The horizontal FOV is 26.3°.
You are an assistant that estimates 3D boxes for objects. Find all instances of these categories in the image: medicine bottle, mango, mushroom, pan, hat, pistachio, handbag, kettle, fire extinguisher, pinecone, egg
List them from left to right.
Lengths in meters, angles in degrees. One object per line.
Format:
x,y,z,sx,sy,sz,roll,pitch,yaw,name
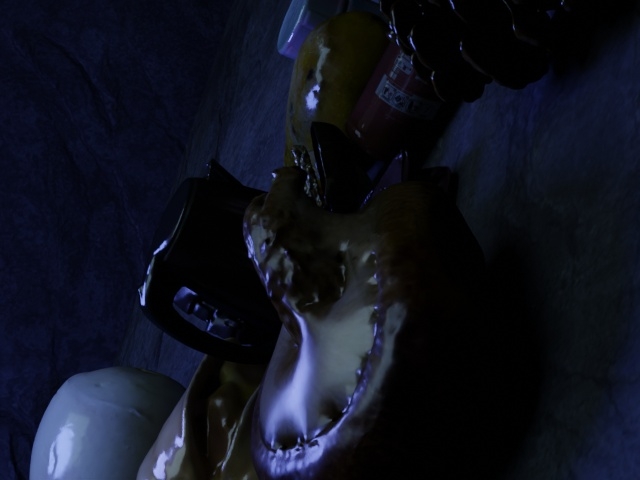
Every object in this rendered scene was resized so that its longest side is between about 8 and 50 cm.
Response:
-0.304,0.363,2.095,0.283,0.283,0.345,158,123,-71,egg
-0.084,0.251,1.561,0.238,0.229,0.321,81,-162,-47,pistachio
-0.105,0.005,1.997,0.336,0.238,0.209,-89,20,-79,hat
-0.076,0.035,1.514,0.144,0.232,0.202,-155,87,-76,kettle
0.025,-0.067,1.708,0.202,0.048,0.128,-103,0,-51,pan
0.029,-0.185,1.930,0.176,0.175,0.329,-35,-19,-20,mango
0.034,-0.305,2.039,0.135,0.168,0.135,-158,90,-77,medicine bottle
0.022,0.100,1.289,0.345,0.259,0.345,-56,18,29,mushroom
0.075,0.024,1.601,0.216,0.074,0.203,127,160,-52,handbag
0.151,-0.237,1.650,0.337,0.106,0.147,-61,28,31,fire extinguisher
0.182,-0.272,1.368,0.309,0.244,0.244,-19,49,52,pinecone

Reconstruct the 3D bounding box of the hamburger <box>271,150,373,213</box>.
0.001,-0.062,1.861,0.081,0.141,0.126,-61,-2,-34,hamburger

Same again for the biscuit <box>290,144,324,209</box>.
0.001,-0.001,1.756,0.131,0.026,0.237,-117,15,-72,biscuit
